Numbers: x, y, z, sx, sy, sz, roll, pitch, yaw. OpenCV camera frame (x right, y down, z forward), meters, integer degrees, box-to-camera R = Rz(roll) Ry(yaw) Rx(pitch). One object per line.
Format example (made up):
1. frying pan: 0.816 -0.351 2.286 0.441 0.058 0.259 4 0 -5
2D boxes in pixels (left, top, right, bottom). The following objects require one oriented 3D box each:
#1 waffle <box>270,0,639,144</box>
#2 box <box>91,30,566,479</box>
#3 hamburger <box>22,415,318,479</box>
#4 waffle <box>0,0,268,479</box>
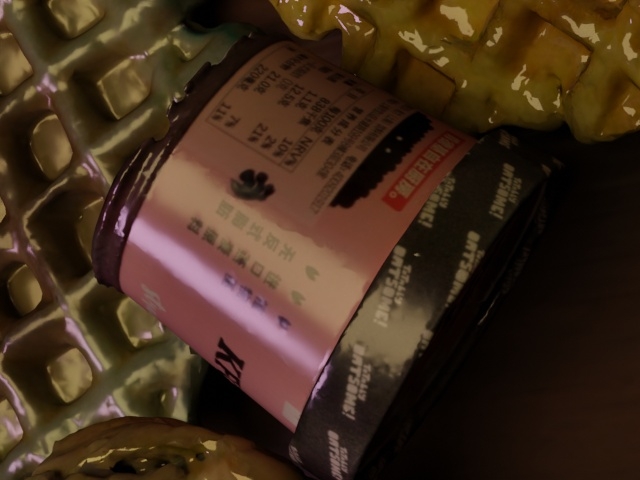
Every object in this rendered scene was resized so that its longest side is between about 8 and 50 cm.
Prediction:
1. waffle: 0.061 -0.185 0.659 0.307 0.060 0.312 -22 98 39
2. box: 0.000 0.000 0.673 0.135 0.151 0.151 34 111 10
3. hamburger: -0.014 0.149 0.700 0.155 0.135 0.208 -23 98 26
4. waffle: -0.157 -0.007 0.819 0.291 0.056 0.309 9 90 22
